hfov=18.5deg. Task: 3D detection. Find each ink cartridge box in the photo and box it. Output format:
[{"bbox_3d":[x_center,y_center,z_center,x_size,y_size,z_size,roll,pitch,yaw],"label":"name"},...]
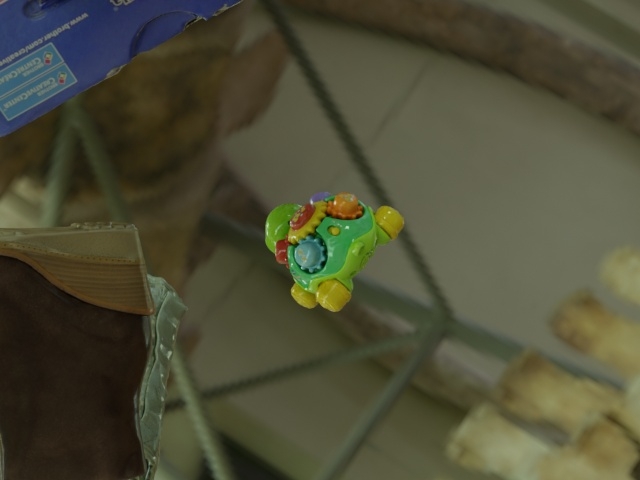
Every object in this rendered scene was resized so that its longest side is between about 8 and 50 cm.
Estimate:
[{"bbox_3d":[-0.159,-0.240,1.333,0.270,0.395,0.151,-30,-55,1],"label":"ink cartridge box"}]

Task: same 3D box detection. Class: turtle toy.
[{"bbox_3d":[0.000,0.000,1.525,0.095,0.066,0.130,-53,20,-14],"label":"turtle toy"}]

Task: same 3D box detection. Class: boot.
[{"bbox_3d":[-0.239,0.092,1.475,0.090,0.248,0.207,12,102,61],"label":"boot"}]

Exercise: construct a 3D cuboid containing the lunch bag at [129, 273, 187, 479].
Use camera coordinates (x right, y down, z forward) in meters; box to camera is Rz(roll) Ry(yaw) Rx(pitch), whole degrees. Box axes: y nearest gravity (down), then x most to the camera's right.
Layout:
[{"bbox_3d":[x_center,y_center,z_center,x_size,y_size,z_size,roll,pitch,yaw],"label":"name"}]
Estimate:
[{"bbox_3d":[-0.255,0.161,1.789,0.287,0.169,0.235,-30,30,23],"label":"lunch bag"}]
